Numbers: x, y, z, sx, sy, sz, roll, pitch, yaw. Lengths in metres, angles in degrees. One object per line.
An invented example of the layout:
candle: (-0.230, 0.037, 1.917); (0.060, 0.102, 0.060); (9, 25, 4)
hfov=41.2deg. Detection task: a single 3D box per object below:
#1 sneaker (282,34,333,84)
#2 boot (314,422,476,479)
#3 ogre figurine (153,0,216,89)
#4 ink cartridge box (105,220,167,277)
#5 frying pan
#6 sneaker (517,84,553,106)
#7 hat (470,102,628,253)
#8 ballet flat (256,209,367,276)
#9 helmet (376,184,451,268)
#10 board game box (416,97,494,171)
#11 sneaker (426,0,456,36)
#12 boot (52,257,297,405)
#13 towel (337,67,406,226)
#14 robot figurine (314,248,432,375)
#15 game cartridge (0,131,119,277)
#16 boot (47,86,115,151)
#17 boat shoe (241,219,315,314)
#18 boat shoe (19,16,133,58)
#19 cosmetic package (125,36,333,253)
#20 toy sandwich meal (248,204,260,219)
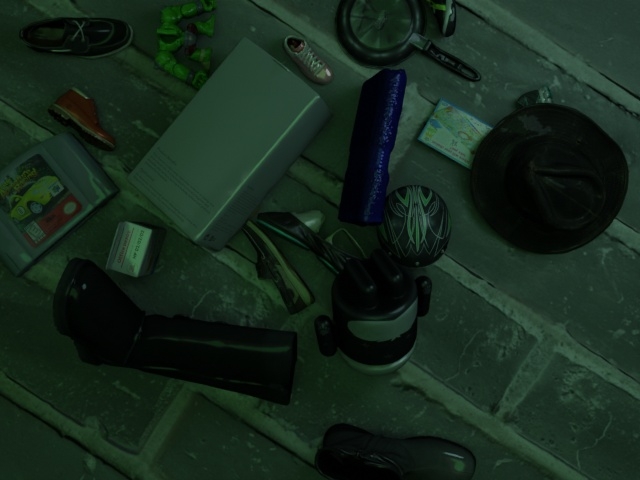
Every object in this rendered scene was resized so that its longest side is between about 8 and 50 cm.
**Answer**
sneaker: (-0.029, -0.382, 1.792); (0.134, 0.070, 0.051); (43, 90, 0)
boot: (0.156, 0.465, 1.719); (0.338, 0.223, 0.118); (6, 90, 2)
ogre figurine: (-0.285, -0.422, 1.789); (0.118, 0.097, 0.197); (7, 102, -9)
ink cartridge box: (-0.377, 0.018, 1.753); (0.061, 0.181, 0.104); (17, 92, 2)
frying pan: (0.166, -0.414, 1.798); (0.197, 0.053, 0.326); (-38, 86, 3)
sneaker: (0.456, -0.238, 1.788); (0.076, 0.065, 0.166); (-8, 91, 23)
hat: (0.469, -0.105, 1.709); (0.331, 0.134, 0.331); (1, 109, 2)
ballet flat: (0.000, 0.000, 1.791); (0.280, 0.095, 0.096); (35, 82, -9)
helmet: (0.191, -0.029, 1.741); (0.169, 0.161, 0.169); (0, 91, 2)
board game box: (0.296, -0.220, 1.802); (0.154, 0.026, 0.103); (30, 92, 1)
sneaker: (0.228, -0.533, 1.782); (0.097, 0.084, 0.235); (-9, 83, 9)
boot: (-0.265, 0.187, 1.674); (0.445, 0.367, 0.146); (13, 65, 5)
towel: (0.112, -0.179, 1.715); (0.076, 0.227, 0.308); (10, 91, -11)
robot figurine: (0.107, 0.146, 1.702); (0.209, 0.278, 0.174); (7, 46, 13)
game cartridge: (-0.603, -0.086, 1.827); (0.294, 0.060, 0.196); (-41, 85, 2)
boot: (-0.492, -0.260, 1.818); (0.158, 0.059, 0.085); (39, 66, -12)
boat shoe: (-0.101, 0.060, 1.795); (0.073, 0.080, 0.223); (-39, 94, -3)
boat shoe: (-0.517, -0.434, 1.806); (0.233, 0.079, 0.084); (-1, 89, 1)
cosmetic package: (-0.181, -0.192, 1.740); (0.217, 0.156, 0.385); (43, 91, 14)
toy sandwich meal: (-0.169, -0.083, 1.822); (0.085, 0.029, 0.086); (0, 94, 0)
